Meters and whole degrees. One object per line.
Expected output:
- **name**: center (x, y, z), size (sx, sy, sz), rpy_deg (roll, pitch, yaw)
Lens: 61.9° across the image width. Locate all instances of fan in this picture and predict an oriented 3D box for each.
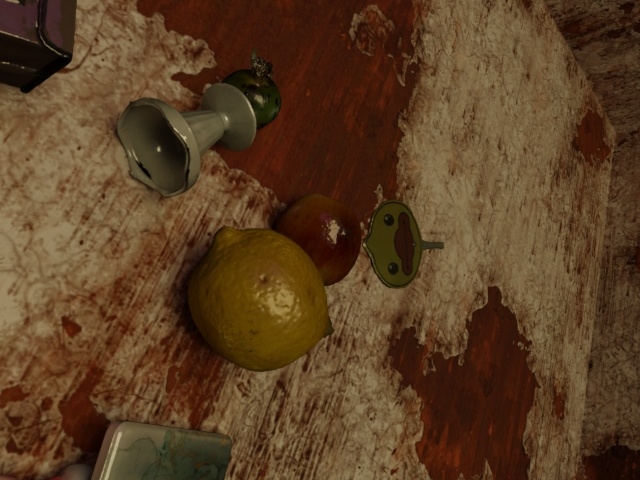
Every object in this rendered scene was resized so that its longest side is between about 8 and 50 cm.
- **fan**: center (0.226, 0.009, 1.393), size (0.335, 0.011, 0.230), rpy_deg (0, 84, -43)

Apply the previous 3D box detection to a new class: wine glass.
- **wine glass**: center (-0.218, -0.179, 0.908), size (0.196, 0.165, 0.165), rpy_deg (-38, 110, -48)

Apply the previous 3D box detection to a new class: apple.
- **apple**: center (0.000, 0.000, 1.098), size (0.195, 0.160, 0.173), rpy_deg (27, 88, -31)

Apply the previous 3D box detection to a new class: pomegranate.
- **pomegranate**: center (-0.128, -0.283, 1.009), size (0.122, 0.161, 0.122), rpy_deg (14, 44, -14)

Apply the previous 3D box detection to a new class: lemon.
- **lemon**: center (-0.108, 0.094, 0.917), size (0.228, 0.228, 0.253), rpy_deg (-32, 89, -42)

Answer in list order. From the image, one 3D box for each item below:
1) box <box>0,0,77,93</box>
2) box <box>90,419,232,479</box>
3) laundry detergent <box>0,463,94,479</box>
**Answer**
- **box**: center (-0.430, -0.354, 0.709), size (0.153, 0.188, 0.252), rpy_deg (6, 82, -45)
- **box**: center (-0.238, 0.364, 0.827), size (0.285, 0.044, 0.142), rpy_deg (41, 54, -55)
- **laundry detergent**: center (-0.447, 0.365, 0.650), size (0.335, 0.088, 0.159), rpy_deg (-2, 84, -44)
